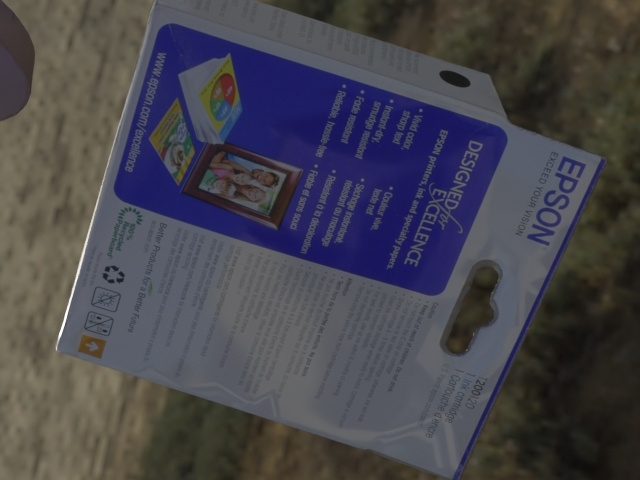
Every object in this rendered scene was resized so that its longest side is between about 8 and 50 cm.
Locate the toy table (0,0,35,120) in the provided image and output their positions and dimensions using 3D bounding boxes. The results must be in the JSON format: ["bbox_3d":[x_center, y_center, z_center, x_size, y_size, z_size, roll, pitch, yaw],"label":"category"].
[{"bbox_3d":[-0.272,-0.194,1.217,0.274,0.252,0.160,73,-160,-73],"label":"toy table"}]

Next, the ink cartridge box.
[{"bbox_3d":[0.000,0.000,0.897,0.045,0.208,0.206,-75,5,-54],"label":"ink cartridge box"}]
